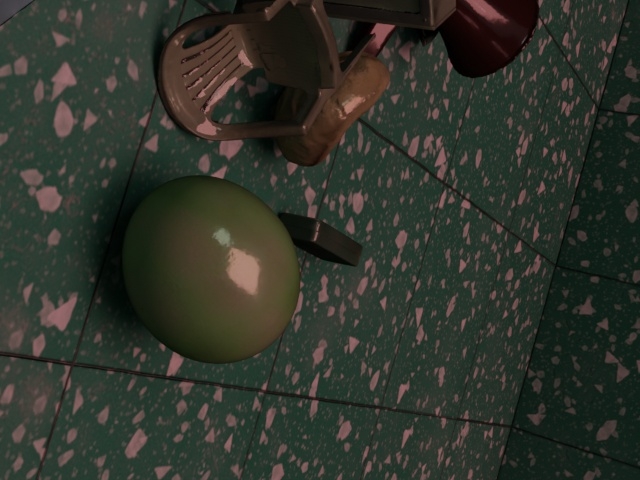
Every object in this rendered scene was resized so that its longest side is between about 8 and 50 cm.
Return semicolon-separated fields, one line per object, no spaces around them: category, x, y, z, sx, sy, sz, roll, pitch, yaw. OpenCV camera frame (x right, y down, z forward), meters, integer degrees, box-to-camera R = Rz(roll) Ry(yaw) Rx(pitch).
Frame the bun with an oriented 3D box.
bun;0.003;-0.212;1.531;0.222;0.127;0.222;-48;-178;2

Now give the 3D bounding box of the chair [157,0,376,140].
chair;-0.070;-0.266;1.368;0.203;0.190;0.275;73;33;-42

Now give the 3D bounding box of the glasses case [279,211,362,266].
glasses case;0.000;0.000;1.689;0.184;0.077;0.039;30;74;-61

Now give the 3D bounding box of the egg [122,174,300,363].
egg;-0.140;0.039;1.307;0.220;0.220;0.270;-61;148;-25

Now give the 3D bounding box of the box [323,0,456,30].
box;0.080;-0.396;1.502;0.086;0.225;0.129;-46;139;-42

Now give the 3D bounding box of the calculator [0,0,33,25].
calculator;-0.321;-0.265;1.060;0.172;0.018;0.057;-53;143;-35

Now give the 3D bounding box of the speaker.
speaker;0.176;-0.408;1.752;0.329;0.259;0.198;25;35;-34

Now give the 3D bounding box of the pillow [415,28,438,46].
pillow;0.212;-0.435;1.895;0.091;0.055;0.136;34;75;-53
